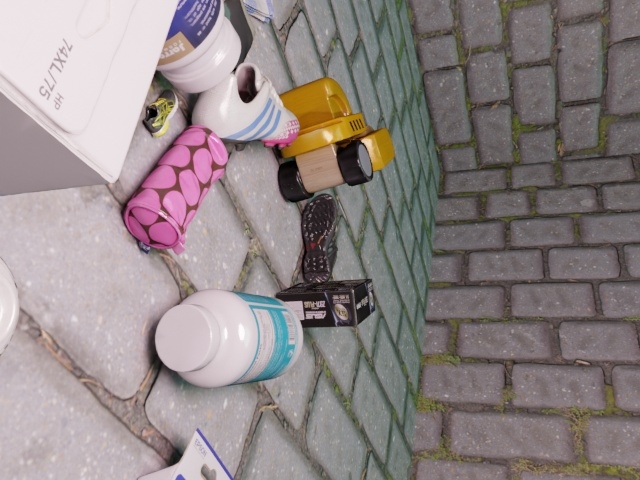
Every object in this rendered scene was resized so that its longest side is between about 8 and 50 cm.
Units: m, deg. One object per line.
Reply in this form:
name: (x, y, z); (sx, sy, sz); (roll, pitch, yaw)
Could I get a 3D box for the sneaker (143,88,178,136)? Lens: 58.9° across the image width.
sneaker: (-0.237, -0.195, 0.842); (0.035, 0.031, 0.083); (52, 39, -55)

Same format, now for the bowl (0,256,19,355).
bowl: (-0.328, 0.062, 0.500); (0.170, 0.080, 0.170); (-3, 90, -68)

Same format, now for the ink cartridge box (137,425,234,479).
ink cartridge box: (-0.223, 0.451, 0.737); (0.371, 0.069, 0.176); (-66, 145, -46)

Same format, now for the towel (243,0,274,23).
towel: (-0.167, -0.551, 1.082); (0.285, 0.034, 0.209); (-21, 105, -68)

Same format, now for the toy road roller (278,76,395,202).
toy road roller: (0.024, -0.245, 1.312); (0.329, 0.202, 0.241); (-39, 113, -64)

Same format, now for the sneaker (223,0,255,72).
sneaker: (-0.175, -0.370, 0.960); (0.222, 0.083, 0.118); (48, 43, -60)

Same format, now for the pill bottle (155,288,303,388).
pill bottle: (-0.140, 0.152, 0.887); (0.264, 0.146, 0.146); (24, 64, -66)

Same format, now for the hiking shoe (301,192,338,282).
hiking shoe: (0.000, 0.000, 1.393); (0.114, 0.086, 0.227); (56, 40, -76)

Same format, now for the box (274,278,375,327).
box: (0.013, 0.136, 1.239); (0.147, 0.180, 0.078); (-17, 102, -69)

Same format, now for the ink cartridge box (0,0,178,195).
ink cartridge box: (-0.279, -0.159, 0.394); (0.197, 0.270, 0.198); (54, 37, -54)

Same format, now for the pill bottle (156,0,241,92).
pill bottle: (-0.220, -0.321, 0.739); (0.265, 0.153, 0.153); (45, 45, -59)

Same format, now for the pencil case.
pencil case: (-0.204, -0.079, 0.835); (0.098, 0.095, 0.209); (36, 45, -18)

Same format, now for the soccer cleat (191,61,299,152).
soccer cleat: (-0.110, -0.243, 1.022); (0.331, 0.116, 0.143); (-35, 145, -67)
